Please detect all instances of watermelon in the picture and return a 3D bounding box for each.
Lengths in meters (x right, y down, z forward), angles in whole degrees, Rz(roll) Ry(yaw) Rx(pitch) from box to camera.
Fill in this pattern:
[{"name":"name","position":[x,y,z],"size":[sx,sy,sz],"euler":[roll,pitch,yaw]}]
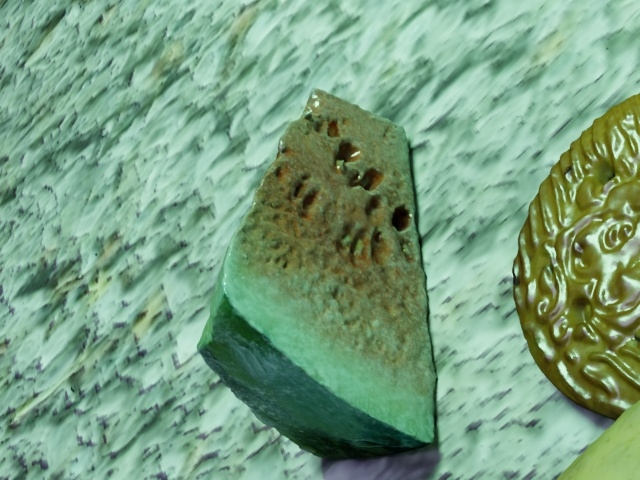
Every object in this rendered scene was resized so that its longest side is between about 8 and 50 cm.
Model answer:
[{"name":"watermelon","position":[0.000,0.000,0.759],"size":[0.094,0.154,0.241],"euler":[-25,38,38]}]

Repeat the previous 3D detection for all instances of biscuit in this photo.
[{"name":"biscuit","position":[0.172,-0.001,0.631],"size":[0.187,0.027,0.188],"euler":[-27,50,37]}]

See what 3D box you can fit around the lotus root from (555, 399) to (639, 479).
[{"name":"lotus root","position":[0.153,0.124,0.464],"size":[0.151,0.169,0.343],"euler":[40,103,10]}]
